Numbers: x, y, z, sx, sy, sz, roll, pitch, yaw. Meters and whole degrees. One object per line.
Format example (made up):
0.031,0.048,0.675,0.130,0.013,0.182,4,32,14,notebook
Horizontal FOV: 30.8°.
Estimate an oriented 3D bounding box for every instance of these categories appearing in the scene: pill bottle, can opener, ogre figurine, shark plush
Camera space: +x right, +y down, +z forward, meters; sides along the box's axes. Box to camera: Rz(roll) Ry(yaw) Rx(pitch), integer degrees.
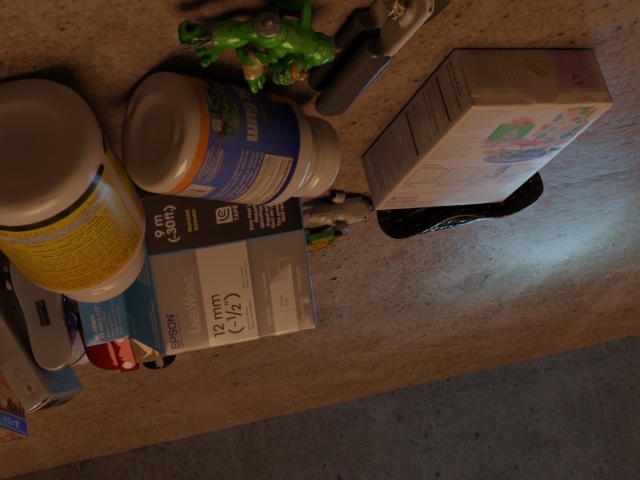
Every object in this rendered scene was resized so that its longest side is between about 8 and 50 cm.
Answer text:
-0.331,-0.045,1.481,0.188,0.188,0.334,-14,155,0,pill bottle
-0.486,0.175,2.141,0.108,0.108,0.193,-18,160,11,pill bottle
0.074,-0.241,1.422,0.093,0.074,0.280,-2,158,-32,can opener
-0.062,-0.228,1.350,0.118,0.097,0.197,-6,153,36,ogre figurine
0.046,-0.059,1.985,0.161,0.073,0.067,-24,-169,-39,shark plush
-0.107,-0.124,1.507,0.272,0.152,0.152,5,154,-43,pill bottle

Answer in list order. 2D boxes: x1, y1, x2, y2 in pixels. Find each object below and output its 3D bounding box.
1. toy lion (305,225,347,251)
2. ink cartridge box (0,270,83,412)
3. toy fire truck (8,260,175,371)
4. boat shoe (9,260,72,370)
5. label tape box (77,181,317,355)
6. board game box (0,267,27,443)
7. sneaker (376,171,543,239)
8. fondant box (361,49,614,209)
0.000,0.000,2.106,0.100,0.034,0.096,-15,167,4,toy lion
-0.478,0.160,1.852,0.066,0.232,0.189,-37,175,1,ink cartridge box
-0.371,0.103,1.894,0.246,0.217,0.158,-9,128,0,toy fire truck
-0.425,0.086,1.795,0.080,0.229,0.076,-14,-178,-9,boat shoe
-0.194,0.033,1.727,0.347,0.249,0.115,-11,-161,-12,label tape box
-0.610,0.186,1.815,0.232,0.291,0.141,-15,161,4,board game box
0.238,-0.074,1.995,0.283,0.107,0.124,-13,176,8,sneaker
0.237,-0.159,1.727,0.238,0.096,0.330,-4,159,-25,fondant box
